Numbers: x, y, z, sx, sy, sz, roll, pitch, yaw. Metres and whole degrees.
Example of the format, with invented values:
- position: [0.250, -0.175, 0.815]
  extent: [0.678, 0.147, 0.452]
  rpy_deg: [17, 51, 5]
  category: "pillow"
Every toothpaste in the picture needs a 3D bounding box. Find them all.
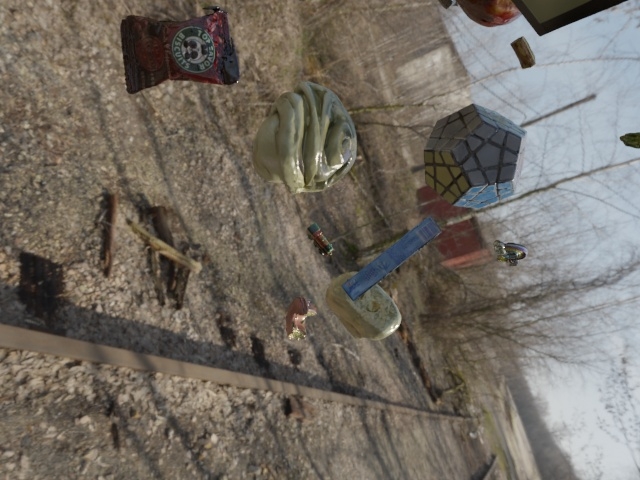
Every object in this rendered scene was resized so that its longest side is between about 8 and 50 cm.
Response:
- position: [0.172, 0.046, 1.081]
  extent: [0.053, 0.272, 0.066]
  rpy_deg: [51, 1, 8]
  category: "toothpaste"

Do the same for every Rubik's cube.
- position: [0.469, -0.251, 1.345]
  extent: [0.319, 0.319, 0.264]
  rpy_deg: [35, 43, -62]
  category: "Rubik's cube"

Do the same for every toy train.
- position: [0.000, 0.000, 1.253]
  extent: [0.103, 0.044, 0.064]
  rpy_deg: [52, -13, 4]
  category: "toy train"

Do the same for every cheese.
- position: [0.145, 0.221, 1.500]
  extent: [0.248, 0.174, 0.251]
  rpy_deg: [49, -11, -9]
  category: "cheese"

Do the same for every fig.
- position: [0.459, -0.707, 1.181]
  extent: [0.263, 0.224, 0.224]
  rpy_deg: [43, 24, -14]
  category: "fig"

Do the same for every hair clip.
- position: [0.736, 0.045, 1.702]
  extent: [0.172, 0.116, 0.049]
  rpy_deg: [47, 41, -49]
  category: "hair clip"

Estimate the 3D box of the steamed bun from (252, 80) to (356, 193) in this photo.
- position: [-0.023, -0.294, 1.394]
  extent: [0.247, 0.339, 0.352]
  rpy_deg: [38, 9, 24]
  category: "steamed bun"

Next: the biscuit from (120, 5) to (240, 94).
- position: [-0.285, -0.380, 0.884]
  extent: [0.063, 0.236, 0.151]
  rpy_deg: [-106, -169, -78]
  category: "biscuit"

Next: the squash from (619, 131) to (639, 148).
- position: [0.723, -0.214, 0.895]
  extent: [0.094, 0.094, 0.224]
  rpy_deg: [65, -18, -16]
  category: "squash"

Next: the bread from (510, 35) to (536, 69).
- position: [0.550, -0.508, 1.199]
  extent: [0.083, 0.036, 0.047]
  rpy_deg: [57, 3, -12]
  category: "bread"

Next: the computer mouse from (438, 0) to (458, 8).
- position: [0.413, -0.814, 1.456]
  extent: [0.099, 0.057, 0.172]
  rpy_deg: [66, 22, -11]
  category: "computer mouse"

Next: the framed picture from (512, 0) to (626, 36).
- position: [0.478, -0.561, 0.904]
  extent: [0.265, 0.016, 0.347]
  rpy_deg: [42, 3, -13]
  category: "framed picture"

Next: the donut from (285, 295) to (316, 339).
- position: [-0.065, 0.244, 1.453]
  extent: [0.065, 0.166, 0.117]
  rpy_deg: [10, 42, -25]
  category: "donut"
